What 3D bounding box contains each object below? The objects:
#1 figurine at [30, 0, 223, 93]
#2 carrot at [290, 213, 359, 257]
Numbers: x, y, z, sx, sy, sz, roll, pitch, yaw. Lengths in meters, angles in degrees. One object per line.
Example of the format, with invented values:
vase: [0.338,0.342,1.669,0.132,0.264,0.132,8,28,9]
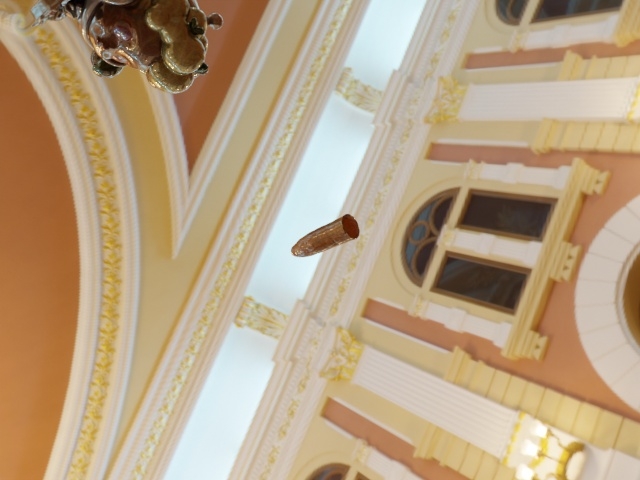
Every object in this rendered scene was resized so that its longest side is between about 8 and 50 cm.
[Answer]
figurine: [-0.180,-0.187,0.483,0.197,0.147,0.093,13,-114,-16]
carrot: [0.000,0.000,1.038,0.048,0.139,0.048,35,-138,-40]
